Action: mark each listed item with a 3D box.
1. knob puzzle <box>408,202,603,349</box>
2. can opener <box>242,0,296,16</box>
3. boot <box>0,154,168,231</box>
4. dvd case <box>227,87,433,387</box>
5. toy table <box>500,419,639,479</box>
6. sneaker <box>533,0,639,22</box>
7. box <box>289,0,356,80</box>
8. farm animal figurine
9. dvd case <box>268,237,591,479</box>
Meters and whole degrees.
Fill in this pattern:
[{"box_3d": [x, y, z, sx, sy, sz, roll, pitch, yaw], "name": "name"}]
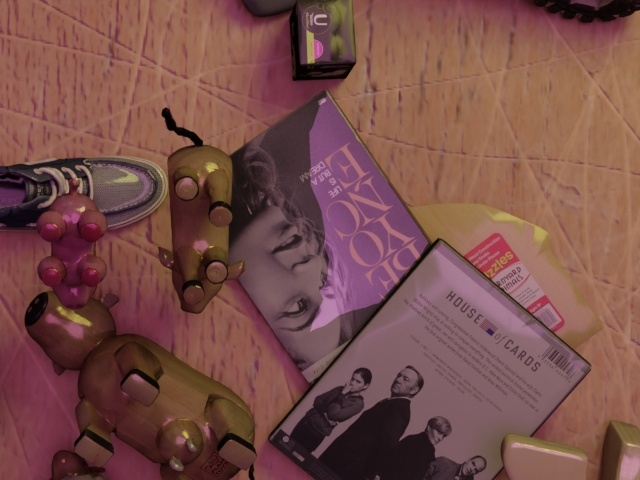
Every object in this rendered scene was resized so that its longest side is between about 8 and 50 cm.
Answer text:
[{"box_3d": [0.131, 0.051, 1.407, 0.213, 0.030, 0.213, 0, 90, 7], "name": "knob puzzle"}, {"box_3d": [0.028, -0.317, 1.419, 0.283, 0.076, 0.095, -38, 123, -8], "name": "can opener"}, {"box_3d": [-0.227, -0.040, 1.351, 0.190, 0.086, 0.069, -9, 87, -7], "name": "boot"}, {"box_3d": [0.000, 0.000, 1.391, 0.164, 0.018, 0.221, -34, 91, 5], "name": "dvd case"}, {"box_3d": [0.267, 0.268, 1.324, 0.274, 0.252, 0.161, 11, 102, -14], "name": "toy table"}, {"box_3d": [0.161, -0.316, 1.390, 0.330, 0.130, 0.147, 19, 71, -25], "name": "sneaker"}, {"box_3d": [0.001, -0.181, 1.387, 0.052, 0.083, 0.062, -3, 87, -7], "name": "box"}, {"box_3d": [-0.160, 0.093, 1.310, 0.330, 0.172, 0.327, -33, 109, 6], "name": "farm animal figurine"}, {"box_3d": [0.097, 0.144, 1.375, 0.179, 0.029, 0.239, 40, 96, -3], "name": "dvd case"}]
